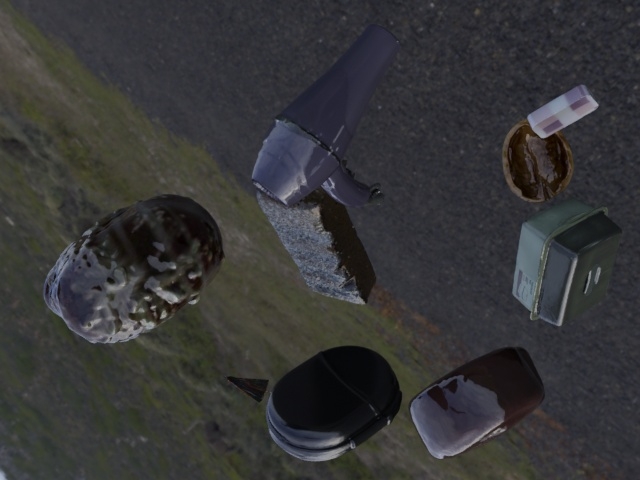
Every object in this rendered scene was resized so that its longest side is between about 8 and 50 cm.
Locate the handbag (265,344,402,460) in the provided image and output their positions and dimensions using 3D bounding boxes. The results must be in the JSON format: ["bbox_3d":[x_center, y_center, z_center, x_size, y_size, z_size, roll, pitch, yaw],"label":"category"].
[{"bbox_3d":[0.030,0.349,1.461,0.254,0.308,0.093,31,143,48],"label":"handbag"}]

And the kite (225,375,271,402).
[{"bbox_3d":[-0.186,0.414,1.903,0.183,0.014,0.241,20,-178,5],"label":"kite"}]

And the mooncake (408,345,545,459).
[{"bbox_3d":[0.368,0.386,1.564,0.334,0.326,0.174,13,-137,-57],"label":"mooncake"}]

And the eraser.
[{"bbox_3d":[0.406,-0.216,1.119,0.065,0.105,0.026,20,-133,-48],"label":"eraser"}]

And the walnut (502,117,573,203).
[{"bbox_3d":[0.529,-0.195,1.647,0.087,0.167,0.211,0,-98,-83],"label":"walnut"}]

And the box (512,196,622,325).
[{"bbox_3d":[0.599,0.053,1.632,0.166,0.221,0.290,43,149,42],"label":"box"}]

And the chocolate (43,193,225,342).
[{"bbox_3d":[-0.328,0.057,1.199,0.225,0.340,0.210,61,165,-13],"label":"chocolate"}]

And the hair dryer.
[{"bbox_3d":[0.050,-0.150,1.113,0.121,0.301,0.361,34,174,27],"label":"hair dryer"}]

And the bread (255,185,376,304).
[{"bbox_3d":[0.000,0.000,1.523,0.165,0.113,0.416,13,152,28],"label":"bread"}]
